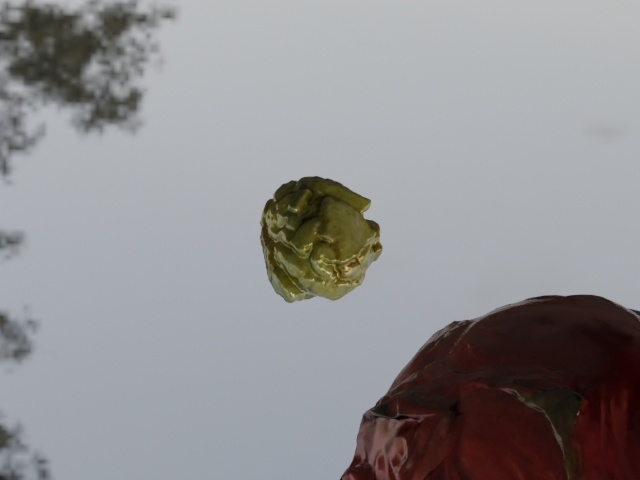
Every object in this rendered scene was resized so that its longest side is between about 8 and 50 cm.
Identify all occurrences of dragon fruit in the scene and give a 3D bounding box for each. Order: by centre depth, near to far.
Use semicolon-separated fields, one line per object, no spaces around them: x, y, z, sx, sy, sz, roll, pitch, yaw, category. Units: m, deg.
0.121;0.143;0.736;0.252;0.241;0.241;25;-162;-10;dragon fruit

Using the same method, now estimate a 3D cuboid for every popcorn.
0.000;0.000;1.438;0.106;0.116;0.120;1;-159;-28;popcorn
